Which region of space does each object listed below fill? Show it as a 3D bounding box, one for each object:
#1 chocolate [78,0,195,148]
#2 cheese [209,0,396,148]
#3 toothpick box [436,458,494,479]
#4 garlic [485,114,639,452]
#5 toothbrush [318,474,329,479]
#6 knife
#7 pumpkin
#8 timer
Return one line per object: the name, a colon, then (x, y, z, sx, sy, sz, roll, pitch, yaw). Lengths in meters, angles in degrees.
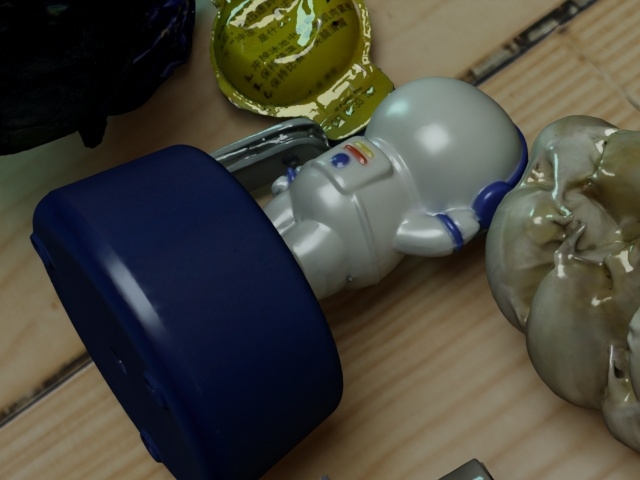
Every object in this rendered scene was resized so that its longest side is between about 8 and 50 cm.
chocolate: (-0.146, -0.238, 1.330, 0.126, 0.148, 0.343, 22, 78, -17)
cheese: (-0.005, -0.156, 1.278, 0.156, 0.064, 0.250, -41, 69, -3)
toothpick box: (0.069, 0.249, 1.027, 0.180, 0.111, 0.111, -33, 60, 0)
garlic: (0.213, 0.032, 1.045, 0.184, 0.203, 0.281, -19, 63, 28)
toothbrush: (0.028, 0.222, 1.112, 0.008, 0.006, 0.097, -39, 60, -3)
knife: (-0.121, -0.047, 1.243, 0.265, 0.073, 0.041, -20, 69, 12)
pumpkin: (-0.300, -0.243, 1.148, 0.266, 0.363, 0.363, -20, 51, -40)
timer: (0.000, 0.000, 1.121, 0.383, 0.270, 0.270, -31, 59, -17)
